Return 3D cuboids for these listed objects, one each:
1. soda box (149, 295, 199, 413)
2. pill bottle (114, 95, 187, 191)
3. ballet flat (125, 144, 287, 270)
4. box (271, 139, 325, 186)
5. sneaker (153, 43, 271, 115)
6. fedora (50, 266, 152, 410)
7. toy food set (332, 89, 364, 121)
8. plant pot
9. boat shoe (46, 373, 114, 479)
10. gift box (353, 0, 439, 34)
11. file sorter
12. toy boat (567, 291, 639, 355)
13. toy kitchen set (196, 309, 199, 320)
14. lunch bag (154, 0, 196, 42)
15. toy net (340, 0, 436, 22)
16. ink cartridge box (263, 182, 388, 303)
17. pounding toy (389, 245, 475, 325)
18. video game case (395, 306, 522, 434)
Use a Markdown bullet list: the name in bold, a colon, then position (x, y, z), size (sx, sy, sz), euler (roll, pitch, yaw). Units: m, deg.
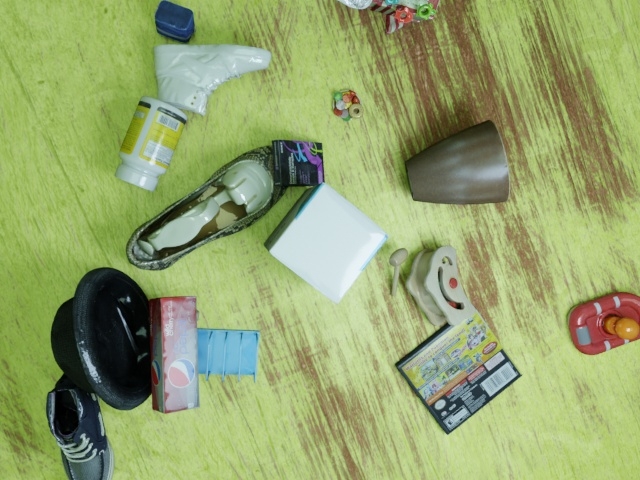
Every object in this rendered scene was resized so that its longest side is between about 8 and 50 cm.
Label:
- **soda box**: position (-0.347, 0.265, 1.225), size (0.092, 0.083, 0.263), euler (2, 81, -37)
- **pill bottle**: position (-0.418, -0.234, 1.269), size (0.119, 0.119, 0.209), euler (22, 89, -8)
- **ballet flat**: position (-0.259, -0.074, 1.266), size (0.482, 0.182, 0.164), euler (-34, 98, -6)
- **box**: position (-0.054, -0.195, 1.319), size (0.162, 0.029, 0.116), euler (-8, 95, -45)
- **sneaker**: position (-0.267, -0.396, 1.296), size (0.292, 0.108, 0.169), euler (-1, 94, 2)
- **fedora**: position (-0.513, 0.236, 1.211), size (0.152, 0.334, 0.334), euler (-15, 95, 13)
- **toy food set**: position (0.072, -0.360, 1.380), size (0.082, 0.020, 0.083), euler (-13, 94, -7)
- **plant pot**: position (0.344, -0.179, 1.348), size (0.230, 0.215, 0.215), euler (-13, 94, 7)
- **boat shoe**: position (-0.592, 0.486, 1.254), size (0.127, 0.158, 0.341), euler (-9, 93, -7)
- **gift box**: position (0.168, -0.662, 1.269), size (0.255, 0.258, 0.276), euler (18, 112, -8)
- **file sorter**: position (-0.244, 0.295, 1.322), size (0.170, 0.104, 0.118), euler (4, 91, -8)
- **toy boat**: position (0.824, 0.236, 1.443), size (0.231, 0.151, 0.151), euler (-18, 95, -7)
- **toy kitchen set**: position (-0.372, 0.200, 1.342), size (0.083, 0.075, 0.068), euler (36, 129, 24)
- **lunch bag**: position (-0.359, -0.541, 1.292), size (0.098, 0.065, 0.067), euler (20, 74, -7)
- **toy net**: position (0.143, -0.551, 1.157), size (0.232, 0.122, 0.045), euler (-3, 52, 3)
- **ink cartridge box**: position (0.000, 0.000, 1.260), size (0.197, 0.270, 0.198), euler (38, 87, -9)
- **pounding toy**: position (0.292, 0.107, 1.407), size (0.154, 0.155, 0.269), euler (-46, 109, -32)
- **video game case**: position (0.388, 0.361, 1.448), size (0.275, 0.035, 0.248), euler (-37, 97, -4)
